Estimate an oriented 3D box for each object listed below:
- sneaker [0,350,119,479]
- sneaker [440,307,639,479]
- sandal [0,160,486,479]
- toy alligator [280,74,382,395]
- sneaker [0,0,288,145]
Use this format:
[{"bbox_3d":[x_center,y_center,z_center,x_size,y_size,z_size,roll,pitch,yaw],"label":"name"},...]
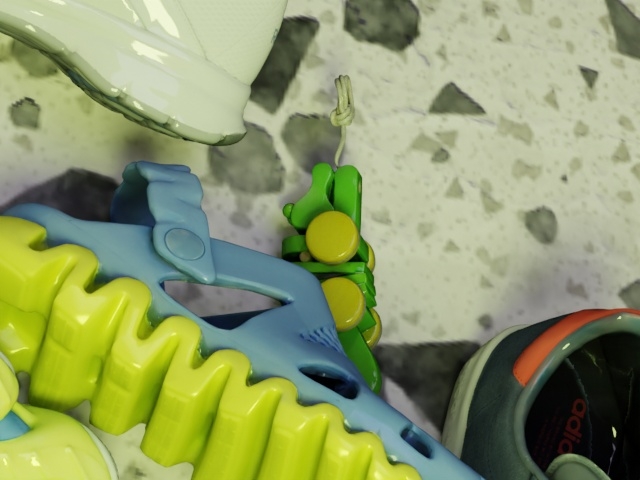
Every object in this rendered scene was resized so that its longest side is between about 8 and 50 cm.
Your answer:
[{"bbox_3d":[-0.205,0.083,0.790,0.240,0.091,0.126,39,57,-12],"label":"sneaker"},{"bbox_3d":[0.120,0.190,0.896,0.131,0.148,0.350,18,63,-22],"label":"sneaker"},{"bbox_3d":[-0.029,0.061,0.860,0.317,0.126,0.138,37,47,2],"label":"sandal"},{"bbox_3d":[0.000,0.000,0.966,0.051,0.056,0.190,-9,71,10],"label":"toy alligator"},{"bbox_3d":[-0.146,-0.161,0.890,0.297,0.111,0.129,28,88,-26],"label":"sneaker"}]
